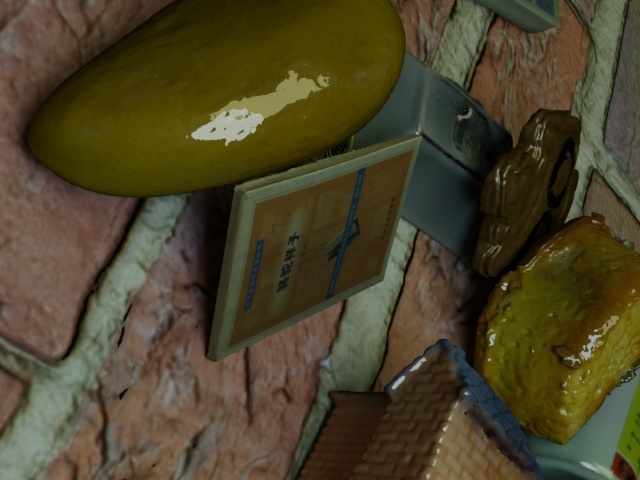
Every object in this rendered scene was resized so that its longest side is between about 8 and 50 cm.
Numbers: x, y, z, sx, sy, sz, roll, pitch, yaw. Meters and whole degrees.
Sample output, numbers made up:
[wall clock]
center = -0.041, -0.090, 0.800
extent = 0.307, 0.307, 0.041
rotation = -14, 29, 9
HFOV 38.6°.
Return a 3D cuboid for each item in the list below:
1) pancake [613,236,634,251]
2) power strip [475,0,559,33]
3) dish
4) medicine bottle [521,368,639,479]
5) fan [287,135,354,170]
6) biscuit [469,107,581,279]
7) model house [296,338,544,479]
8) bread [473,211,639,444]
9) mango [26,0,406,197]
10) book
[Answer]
[pancake]
center = 0.507, 0.141, 1.339
extent = 0.376, 0.054, 0.197
rotation = 49, 51, -28
[power strip]
center = 0.218, -0.358, 1.165
extent = 0.270, 0.046, 0.118
rotation = 14, 71, -42
[dish]
center = 0.136, -0.107, 1.005
extent = 0.243, 0.080, 0.182
rotation = 31, 61, -38
[medicine bottle]
center = 0.318, 0.207, 1.074
extent = 0.139, 0.139, 0.225
rotation = 52, 50, -24
[fan]
center = -0.014, -0.074, 0.876
extent = 0.082, 0.039, 0.155
rotation = 25, 66, -40
[biscuit]
center = 0.246, -0.049, 1.041
extent = 0.290, 0.041, 0.208
rotation = 8, 105, -63
[model house]
center = 0.094, 0.190, 0.824
extent = 0.166, 0.183, 0.172
rotation = 45, 54, -30
[bread]
center = 0.277, 0.078, 1.005
extent = 0.260, 0.160, 0.147
rotation = -39, 143, -19
[mango]
center = -0.058, -0.128, 0.738
extent = 0.332, 0.195, 0.142
rotation = -40, 136, -39
[book]
center = 0.001, 0.000, 0.822
extent = 0.242, 0.018, 0.170
rotation = -23, 135, -46
